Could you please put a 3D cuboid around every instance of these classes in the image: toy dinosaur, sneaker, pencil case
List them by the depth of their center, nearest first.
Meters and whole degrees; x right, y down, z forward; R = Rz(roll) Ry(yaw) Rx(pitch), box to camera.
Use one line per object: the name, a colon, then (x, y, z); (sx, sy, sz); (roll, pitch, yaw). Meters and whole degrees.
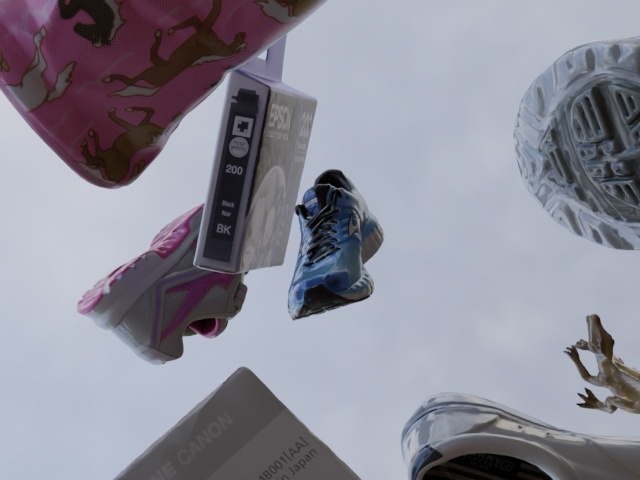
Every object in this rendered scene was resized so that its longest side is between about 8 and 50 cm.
sneaker: (0.186, -0.056, 0.775); (0.115, 0.232, 0.090); (-18, -86, -49)
pencil case: (-0.036, -0.196, 1.180); (0.167, 0.386, 0.160); (53, -166, -6)
sneaker: (0.173, 0.171, 1.217); (0.091, 0.258, 0.094); (-72, -6, -65)
sneaker: (0.000, 0.000, 1.355); (0.162, 0.063, 0.073); (-76, -34, -65)
toy dinosaur: (0.250, 0.121, 1.527); (0.183, 0.092, 0.053); (37, -102, -27)
sneaker: (-0.119, 0.035, 1.881); (0.252, 0.103, 0.111); (-41, -82, -33)

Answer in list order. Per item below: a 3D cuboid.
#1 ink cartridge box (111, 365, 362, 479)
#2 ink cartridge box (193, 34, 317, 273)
ink cartridge box: (-0.043, 0.235, 0.758); (0.296, 0.261, 0.066); (-40, -16, -26)
ink cartridge box: (-0.047, -0.079, 1.597); (0.206, 0.045, 0.208); (-8, -72, -80)
